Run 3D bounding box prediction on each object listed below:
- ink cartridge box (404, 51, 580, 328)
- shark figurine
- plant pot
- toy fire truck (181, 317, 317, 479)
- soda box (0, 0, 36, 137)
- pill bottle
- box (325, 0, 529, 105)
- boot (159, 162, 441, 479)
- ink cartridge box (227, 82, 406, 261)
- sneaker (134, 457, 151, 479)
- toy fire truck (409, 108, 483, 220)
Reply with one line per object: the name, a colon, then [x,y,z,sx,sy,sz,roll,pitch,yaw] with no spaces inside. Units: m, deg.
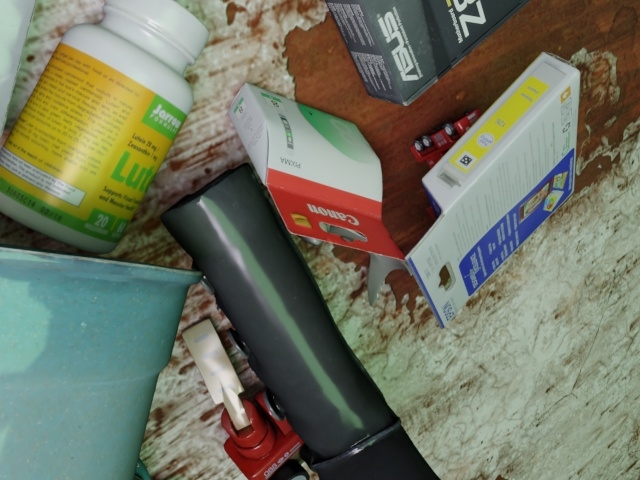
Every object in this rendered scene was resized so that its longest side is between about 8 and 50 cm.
ink cartridge box: [0.229,-0.047,0.871,0.307,0.072,0.303,-44,150,-4]
shark figurine: [0.004,-0.006,0.872,0.116,0.166,0.278,-39,149,14]
plant pot: [-0.286,0.165,0.502,0.341,0.341,0.334,10,85,-37]
toy fire truck: [-0.060,0.199,0.871,0.217,0.158,0.246,-40,136,-16]
soda box: [-0.301,-0.236,0.548,0.098,0.091,0.286,12,101,-39]
pill bottle: [-0.211,-0.123,0.626,0.136,0.136,0.246,29,90,-39]
box: [0.118,-0.420,0.774,0.318,0.097,0.395,-40,126,-13]
boot: [-0.003,0.134,0.640,0.146,0.367,0.445,-26,99,-11]
ink cartridge box: [0.006,-0.083,0.745,0.181,0.225,0.056,13,123,-38]
sneaker: [-0.285,0.288,0.759,0.121,0.108,0.302,-46,135,-13]
toy fire truck: [0.197,-0.103,0.925,0.047,0.192,0.135,-35,96,-20]
